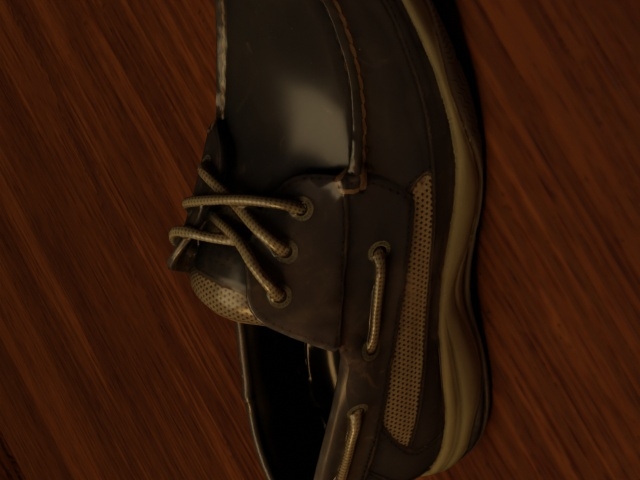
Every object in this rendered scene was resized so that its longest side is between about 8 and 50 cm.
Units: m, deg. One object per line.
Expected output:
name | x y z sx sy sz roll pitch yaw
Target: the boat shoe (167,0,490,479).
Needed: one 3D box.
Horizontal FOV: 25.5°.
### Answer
boat shoe | 0.000 0.000 0.711 0.132 0.130 0.355 21 134 46
